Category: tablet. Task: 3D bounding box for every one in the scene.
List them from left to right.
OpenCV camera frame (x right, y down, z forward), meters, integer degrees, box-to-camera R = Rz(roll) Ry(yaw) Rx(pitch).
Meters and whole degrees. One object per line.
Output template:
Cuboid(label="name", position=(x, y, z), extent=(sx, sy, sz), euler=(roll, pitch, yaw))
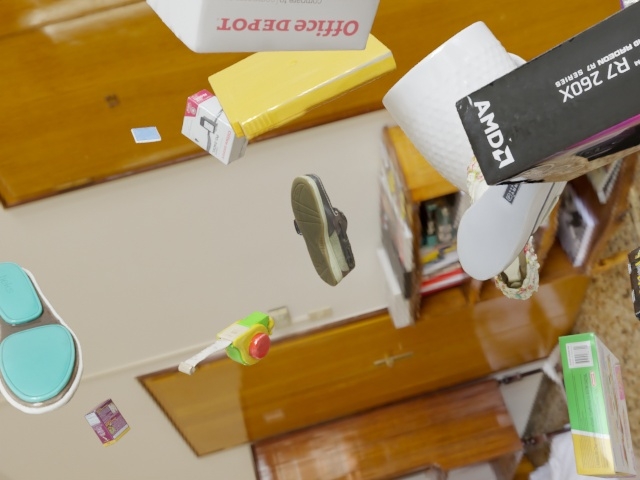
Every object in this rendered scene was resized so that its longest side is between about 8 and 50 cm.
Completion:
Cuboid(label="tablet", position=(-0.381, -0.231, 1.662), extent=(0.083, 0.054, 0.006), euler=(-126, 32, -55))

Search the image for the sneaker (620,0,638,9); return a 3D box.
Cuboid(label="sneaker", position=(0.611, -0.410, 1.439), extent=(0.146, 0.102, 0.293), euler=(45, -134, -74))

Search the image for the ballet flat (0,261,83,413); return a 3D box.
Cuboid(label="ballet flat", position=(-0.495, 0.185, 1.300), extent=(0.400, 0.139, 0.139), euler=(44, 155, 45))

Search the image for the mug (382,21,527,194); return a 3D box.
Cuboid(label="mug", position=(0.374, -0.283, 1.683), extent=(0.328, 0.374, 0.276), euler=(53, 148, 1))

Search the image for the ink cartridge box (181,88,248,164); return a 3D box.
Cuboid(label="ink cartridge box", position=(-0.245, -0.266, 1.789), extent=(0.150, 0.063, 0.109), euler=(36, 134, 16))

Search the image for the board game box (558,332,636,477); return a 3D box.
Cuboid(label="board game box", position=(0.529, 0.323, 1.437), extent=(0.316, 0.064, 0.242), euler=(32, -128, -57))

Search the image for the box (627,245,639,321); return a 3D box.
Cuboid(label="box", position=(0.762, 0.025, 1.482), extent=(0.079, 0.322, 0.257), euler=(46, -149, -7))

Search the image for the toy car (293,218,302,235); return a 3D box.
Cuboid(label="toy car", position=(0.000, 0.000, 1.453), extent=(0.122, 0.060, 0.040), euler=(60, -139, -12))

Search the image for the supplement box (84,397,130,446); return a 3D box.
Cuboid(label="supplement box", position=(-0.459, 0.392, 1.638), extent=(0.083, 0.043, 0.055), euler=(59, -146, -5))

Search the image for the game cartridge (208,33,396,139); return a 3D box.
Cuboid(label="game cartridge", position=(-0.047, -0.325, 1.488), extent=(0.053, 0.323, 0.285), euler=(64, 179, -35))

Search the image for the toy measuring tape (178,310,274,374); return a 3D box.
Cuboid(label="toy measuring tape", position=(-0.225, 0.286, 1.925), extent=(0.330, 0.121, 0.121), euler=(-32, -67, -48))

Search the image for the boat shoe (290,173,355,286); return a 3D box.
Cuboid(label="boat shoe", position=(0.010, -0.025, 1.329), extent=(0.080, 0.073, 0.224), euler=(22, 137, 46))

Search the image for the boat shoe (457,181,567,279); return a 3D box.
Cuboid(label="boat shoe", position=(0.264, -0.059, 0.992), extent=(0.096, 0.088, 0.268), euler=(47, 136, 36))

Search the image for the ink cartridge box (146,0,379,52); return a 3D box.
Cuboid(label="ink cartridge box", position=(-0.030, -0.352, 0.752), extent=(0.131, 0.226, 0.306), euler=(50, 137, 39))

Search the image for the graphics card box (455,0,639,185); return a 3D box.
Cuboid(label="graphics card box", position=(0.331, -0.161, 0.668), extent=(0.232, 0.371, 0.094), euler=(-9, -103, -55))

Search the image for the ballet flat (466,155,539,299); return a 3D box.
Cuboid(label="ballet flat", position=(0.283, -0.025, 1.171), extent=(0.077, 0.091, 0.241), euler=(-7, -102, -68))
